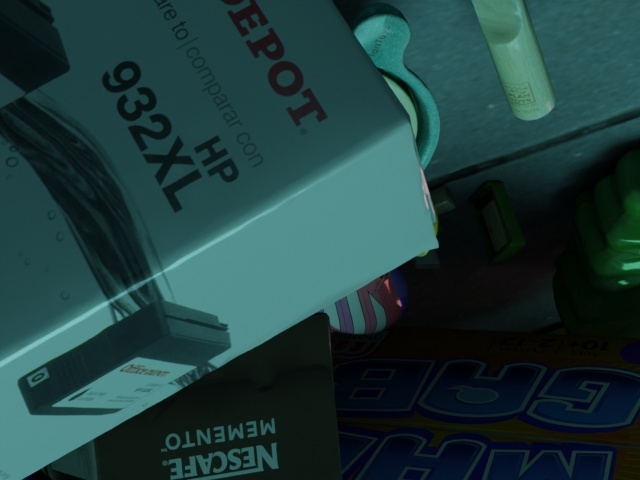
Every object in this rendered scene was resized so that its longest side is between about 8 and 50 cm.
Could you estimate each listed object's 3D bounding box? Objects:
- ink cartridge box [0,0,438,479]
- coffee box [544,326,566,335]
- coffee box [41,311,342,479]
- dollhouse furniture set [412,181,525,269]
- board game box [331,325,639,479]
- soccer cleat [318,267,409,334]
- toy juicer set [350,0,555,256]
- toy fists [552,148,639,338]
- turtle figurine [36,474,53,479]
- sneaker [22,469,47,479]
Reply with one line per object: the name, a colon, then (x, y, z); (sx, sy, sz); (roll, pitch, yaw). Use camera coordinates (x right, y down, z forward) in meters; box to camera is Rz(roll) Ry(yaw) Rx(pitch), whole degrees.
ink cartridge box: (-0.135, -0.034, 0.679); (0.307, 0.223, 0.129); (-29, 156, -4)
coffee box: (0.275, 0.308, 1.648); (0.338, 0.338, 0.334); (-21, 156, 18)
coffee box: (-0.116, 0.110, 1.091); (0.168, 0.119, 0.297); (-5, -178, -20)
dollhouse furniture set: (0.077, -0.010, 1.157); (0.151, 0.059, 0.076); (-1, 153, -29)
board game box: (0.128, 0.309, 1.240); (0.356, 0.356, 0.356); (1, -156, 24)
soccer cleat: (0.000, 0.000, 1.077); (0.095, 0.083, 0.248); (-32, 140, 27)
toy juicer set: (0.027, -0.048, 0.902); (0.329, 0.089, 0.209); (-35, 133, 23)
toy fists: (0.272, 0.009, 1.279); (0.142, 0.096, 0.279); (-19, 156, -10)
turtle figurine: (-0.197, 0.200, 1.375); (0.234, 0.175, 0.118); (-9, 176, 8)
sneaker: (-0.237, 0.216, 1.484); (0.071, 0.068, 0.170); (16, 143, -41)
